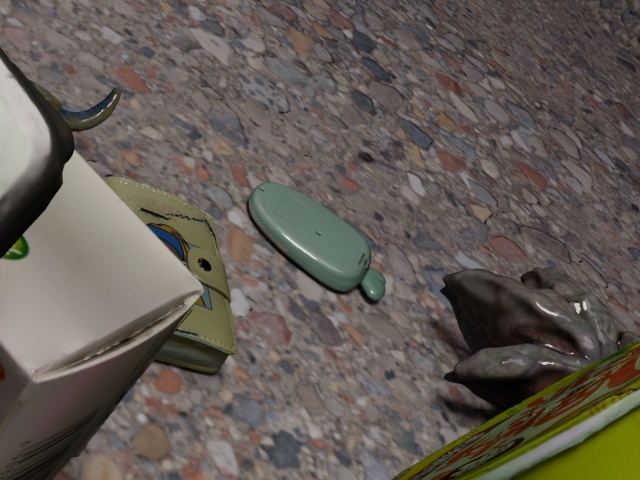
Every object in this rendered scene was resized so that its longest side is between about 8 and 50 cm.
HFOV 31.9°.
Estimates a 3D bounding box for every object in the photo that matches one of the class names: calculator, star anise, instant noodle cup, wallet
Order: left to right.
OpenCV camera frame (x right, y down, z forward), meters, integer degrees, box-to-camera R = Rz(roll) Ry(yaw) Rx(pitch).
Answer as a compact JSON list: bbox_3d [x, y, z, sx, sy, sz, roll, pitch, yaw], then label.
[{"bbox_3d":[-0.119,0.023,0.838,0.110,0.039,0.155,18,37,-31],"label":"wallet"},{"bbox_3d":[0.000,0.000,1.020,0.153,0.021,0.095,35,30,-2],"label":"calculator"},{"bbox_3d":[0.247,0.126,1.008,0.316,0.139,0.359,52,36,0],"label":"star anise"},{"bbox_3d":[0.195,0.205,0.718,0.311,0.311,0.221,-16,75,-56],"label":"instant noodle cup"}]

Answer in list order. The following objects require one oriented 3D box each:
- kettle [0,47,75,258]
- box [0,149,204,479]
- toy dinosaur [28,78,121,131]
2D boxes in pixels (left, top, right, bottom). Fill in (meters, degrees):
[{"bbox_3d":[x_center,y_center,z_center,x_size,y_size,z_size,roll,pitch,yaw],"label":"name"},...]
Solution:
[{"bbox_3d":[-0.309,-0.039,0.360,0.376,0.250,0.361,-40,89,-29],"label":"kettle"},{"bbox_3d":[-0.245,-0.014,0.609,0.333,0.173,0.145,46,30,9],"label":"box"},{"bbox_3d":[-0.286,-0.135,0.839,0.247,0.075,0.188,-9,48,-46],"label":"toy dinosaur"}]
